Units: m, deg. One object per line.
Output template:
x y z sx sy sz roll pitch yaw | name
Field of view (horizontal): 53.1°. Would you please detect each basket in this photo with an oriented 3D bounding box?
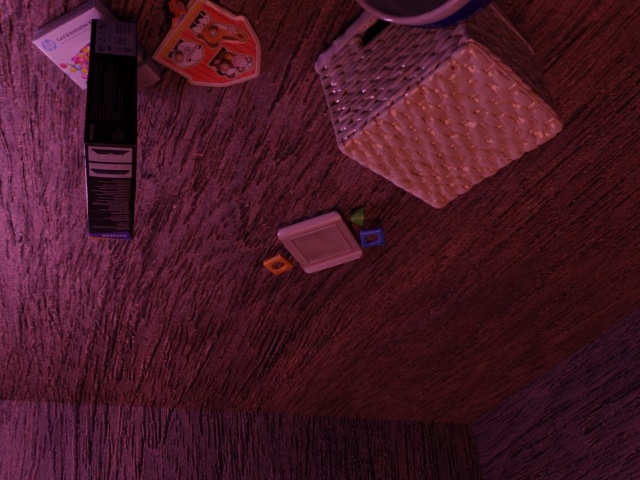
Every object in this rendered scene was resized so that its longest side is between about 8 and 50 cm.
0.221 -0.279 1.215 0.331 0.267 0.328 25 133 -39 | basket

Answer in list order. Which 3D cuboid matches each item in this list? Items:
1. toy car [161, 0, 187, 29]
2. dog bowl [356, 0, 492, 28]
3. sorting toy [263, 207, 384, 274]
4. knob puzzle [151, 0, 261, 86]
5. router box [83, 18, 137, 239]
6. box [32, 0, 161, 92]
-0.246 -0.427 1.108 0.040 0.060 0.122 -10 151 -26 | toy car
0.160 -0.455 0.953 0.265 0.265 0.104 -37 166 35 | dog bowl
0.000 0.000 1.748 0.347 0.047 0.196 -18 138 14 | sorting toy
-0.199 -0.359 1.231 0.213 0.030 0.213 -5 144 -4 | knob puzzle
-0.366 -0.194 1.128 0.080 0.309 0.243 1 143 -17 | router box
-0.415 -0.348 1.205 0.145 0.038 0.186 -20 141 17 | box
